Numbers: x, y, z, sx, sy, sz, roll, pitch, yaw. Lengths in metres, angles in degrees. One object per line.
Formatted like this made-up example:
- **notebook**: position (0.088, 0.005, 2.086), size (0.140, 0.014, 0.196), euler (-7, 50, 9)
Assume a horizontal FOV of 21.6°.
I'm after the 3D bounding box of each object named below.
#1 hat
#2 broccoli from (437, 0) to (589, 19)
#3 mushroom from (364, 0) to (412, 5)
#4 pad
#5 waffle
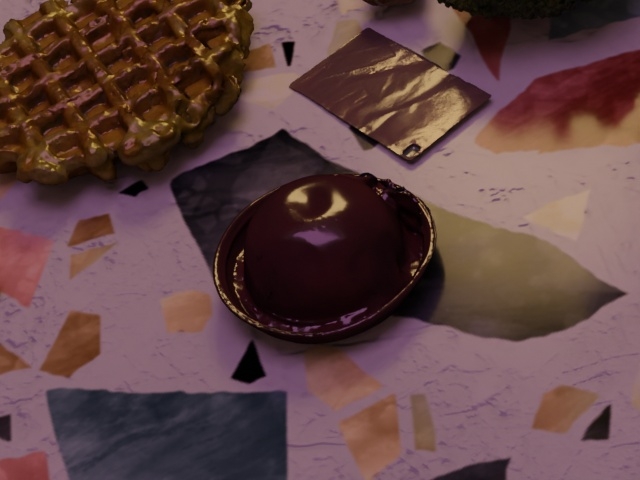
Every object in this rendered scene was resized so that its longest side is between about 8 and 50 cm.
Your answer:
- **hat**: position (0.000, 0.000, 1.486), size (0.205, 0.089, 0.205), euler (-8, 45, 8)
- **broccoli**: position (0.222, -0.310, 1.652), size (0.176, 0.226, 0.198), euler (20, 38, -25)
- **mushroom**: position (0.075, -0.333, 1.788), size (0.116, 0.093, 0.225), euler (-24, 54, 9)
- **pad**: position (0.067, -0.147, 1.664), size (0.113, 0.006, 0.187), euler (-39, 48, -19)
- **waffle**: position (-0.215, -0.169, 1.724), size (0.302, 0.068, 0.325), euler (4, 51, 20)
